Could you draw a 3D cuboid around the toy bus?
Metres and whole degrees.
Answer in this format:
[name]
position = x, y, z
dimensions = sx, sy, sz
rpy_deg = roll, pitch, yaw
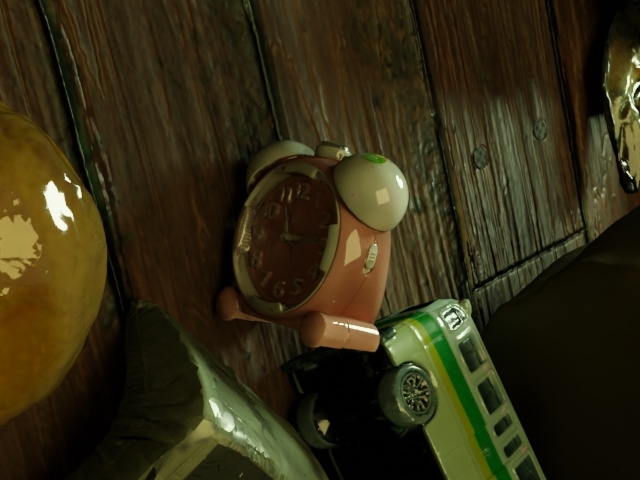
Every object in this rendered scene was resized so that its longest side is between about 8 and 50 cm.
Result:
[toy bus]
position = 0.104, 0.194, 1.237
dimensions = 0.165, 0.134, 0.276
rpy_deg = -29, 96, -45

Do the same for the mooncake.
[mooncake]
position = 0.374, 0.175, 1.312
dimensions = 0.262, 0.467, 0.467
rpy_deg = -29, 112, -36

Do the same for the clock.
[clock]
position = 0.000, 0.000, 1.150
dimensions = 0.093, 0.166, 0.162
rpy_deg = 10, 93, -42

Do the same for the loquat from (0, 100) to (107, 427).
[loquat]
position = -0.249, 0.017, 0.894
dimensions = 0.238, 0.193, 0.238
rpy_deg = -14, 120, -26

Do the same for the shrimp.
[shrimp]
position = 0.387, -0.107, 1.574
dimensions = 0.233, 0.071, 0.364
rpy_deg = -5, 92, -40

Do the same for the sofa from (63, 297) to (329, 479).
[sofa]
position = -0.129, 0.202, 1.093
dimensions = 0.225, 0.176, 0.210
rpy_deg = -45, 126, 1

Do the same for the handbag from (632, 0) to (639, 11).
[handbag]
position = 0.443, -0.372, 1.490
dimensions = 0.341, 0.247, 0.240
rpy_deg = -39, 92, -36
